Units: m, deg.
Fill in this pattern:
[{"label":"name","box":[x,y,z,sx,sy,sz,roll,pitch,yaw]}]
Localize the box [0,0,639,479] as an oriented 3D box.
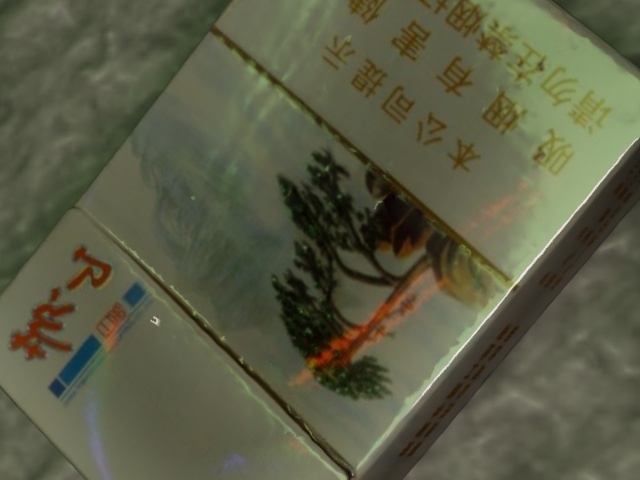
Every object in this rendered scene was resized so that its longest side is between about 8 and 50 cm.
[{"label":"box","box":[-0.001,0.001,0.599,0.149,0.067,0.233,42,99,21]}]
